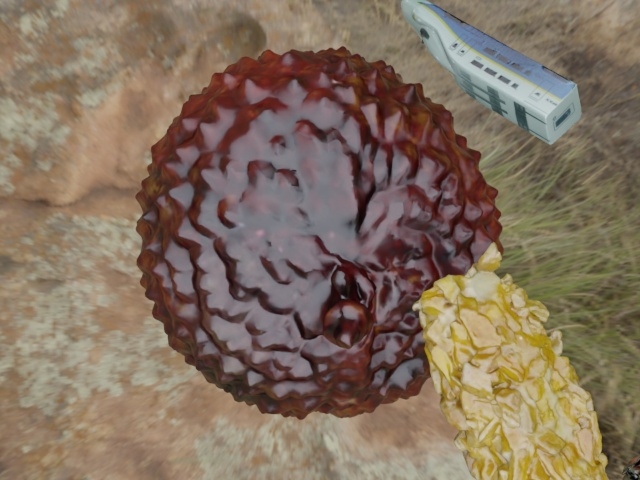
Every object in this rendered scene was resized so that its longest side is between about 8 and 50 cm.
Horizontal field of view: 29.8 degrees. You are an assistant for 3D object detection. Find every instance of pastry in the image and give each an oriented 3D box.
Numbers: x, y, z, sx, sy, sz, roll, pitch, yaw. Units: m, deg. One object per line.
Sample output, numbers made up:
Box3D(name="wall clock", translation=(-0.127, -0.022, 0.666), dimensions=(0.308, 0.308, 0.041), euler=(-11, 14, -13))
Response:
Box3D(name="pastry", translation=(0.176, 0.131, 1.094), dimensions=(0.154, 0.102, 0.250), euler=(-12, 80, -34))

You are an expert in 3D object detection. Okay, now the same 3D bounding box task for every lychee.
Box3D(name="lychee", translation=(0.000, 0.000, 1.337), dimensions=(0.424, 0.500, 0.425), euler=(-5, 118, -10))

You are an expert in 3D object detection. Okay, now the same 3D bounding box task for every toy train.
Box3D(name="toy train", translation=(0.152, -0.176, 1.186), dimensions=(0.051, 0.052, 0.234), euler=(-44, 55, -13))

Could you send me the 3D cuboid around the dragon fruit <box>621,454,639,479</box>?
Box3D(name="dragon fruit", translation=(0.508, 0.371, 1.794), dimensions=(0.121, 0.142, 0.130), euler=(-33, 43, 30))
